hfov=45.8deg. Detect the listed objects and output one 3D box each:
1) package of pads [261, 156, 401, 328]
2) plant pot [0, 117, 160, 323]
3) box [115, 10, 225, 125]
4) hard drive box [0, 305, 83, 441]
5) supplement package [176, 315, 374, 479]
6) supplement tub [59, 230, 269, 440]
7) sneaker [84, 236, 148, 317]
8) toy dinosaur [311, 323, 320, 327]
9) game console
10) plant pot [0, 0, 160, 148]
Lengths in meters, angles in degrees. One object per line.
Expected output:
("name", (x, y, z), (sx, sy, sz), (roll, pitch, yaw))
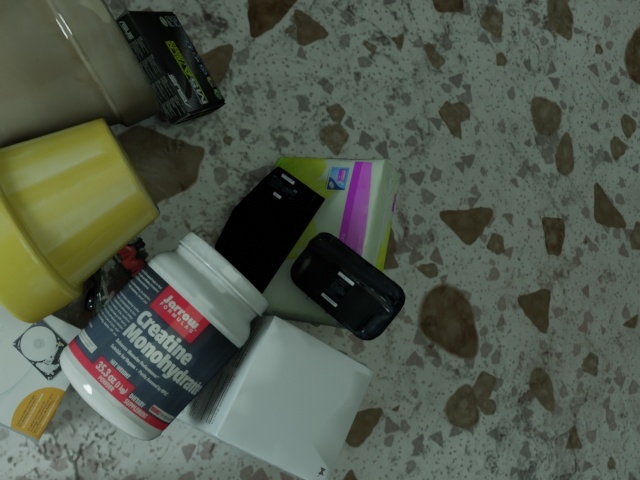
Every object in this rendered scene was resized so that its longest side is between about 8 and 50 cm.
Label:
("package of pads", (0.000, 0.000, 1.340), (0.101, 0.229, 0.296), (32, 66, -59))
("plant pot", (-0.374, -0.049, 1.087), (0.239, 0.254, 0.254), (-31, 98, -8))
("box", (-0.252, -0.297, 1.288), (0.045, 0.184, 0.190), (-28, 97, 17))
("hard drive box", (-0.496, 0.175, 1.158), (0.232, 0.089, 0.181), (30, 72, -19))
("supplement package", (-0.086, 0.253, 1.246), (0.199, 0.263, 0.198), (32, 72, -20))
("supplement tub", (-0.228, 0.139, 1.128), (0.191, 0.191, 0.272), (45, 80, -14))
("sneaker", (-0.308, 0.106, 1.253), (0.135, 0.097, 0.276), (-32, 109, -8))
("toy dinosaur", (0.012, 0.115, 1.424), (0.183, 0.053, 0.092), (42, 68, -15))
("game console", (-0.024, 0.040, 1.259), (0.213, 0.361, 0.044), (-56, 149, 6))
("plant pot", (-0.443, -0.269, 1.141), (0.280, 0.323, 0.323), (-32, 98, -7))
